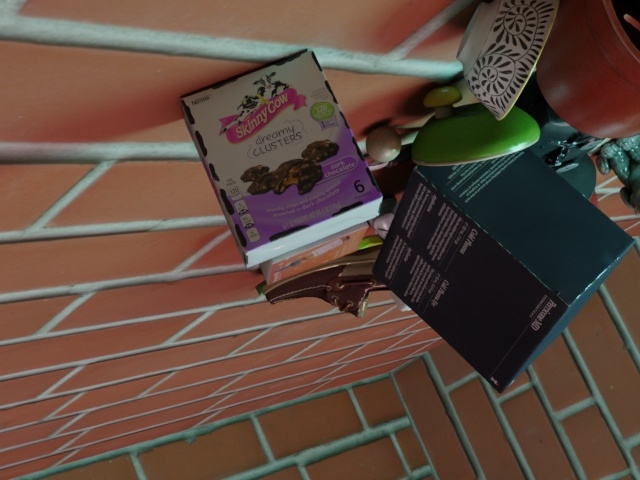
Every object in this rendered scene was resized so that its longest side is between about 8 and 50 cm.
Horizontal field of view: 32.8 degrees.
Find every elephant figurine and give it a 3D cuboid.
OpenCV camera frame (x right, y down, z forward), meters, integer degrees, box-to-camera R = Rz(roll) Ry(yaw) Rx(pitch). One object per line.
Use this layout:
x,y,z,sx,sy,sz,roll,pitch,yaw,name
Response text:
0.694,-0.109,2.292,0.186,0.239,0.169,-21,165,-14,elephant figurine

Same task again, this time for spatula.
0.079,-0.119,1.681,0.296,0.030,0.084,-20,166,-19,spatula

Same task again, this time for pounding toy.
0.190,-0.182,1.543,0.237,0.110,0.183,3,-159,44,pounding toy

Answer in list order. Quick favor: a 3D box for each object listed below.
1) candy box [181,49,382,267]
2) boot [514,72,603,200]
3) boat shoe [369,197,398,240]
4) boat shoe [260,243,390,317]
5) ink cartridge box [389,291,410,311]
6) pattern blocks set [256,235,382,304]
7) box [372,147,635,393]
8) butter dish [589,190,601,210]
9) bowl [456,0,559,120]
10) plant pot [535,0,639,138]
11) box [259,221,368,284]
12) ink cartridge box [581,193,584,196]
-0.046,-0.093,1.224,0.165,0.196,0.070,-22,165,-8,candy box
0.427,-0.169,1.882,0.367,0.146,0.445,-19,161,-25,boot
0.123,-0.030,2.008,0.066,0.063,0.184,-24,166,-1,boat shoe
0.060,0.087,2.048,0.342,0.123,0.123,-13,173,4,boat shoe
0.271,0.004,2.216,0.223,0.129,0.307,-25,167,-25,ink cartridge box
0.013,0.067,2.264,0.325,0.026,0.285,-8,158,-48,pattern blocks set
0.281,0.029,1.766,0.179,0.312,0.343,-38,163,-26,box
0.515,-0.075,2.383,0.160,0.160,0.118,-21,-171,-15,butter dish
0.214,-0.238,1.308,0.170,0.080,0.170,-156,-90,-88,bowl
0.396,-0.253,1.291,0.272,0.272,0.265,-20,174,-15,plant pot
-0.023,-0.012,1.780,0.170,0.091,0.130,-22,166,-12,box
0.392,-0.041,1.888,0.135,0.056,0.099,3,155,-46,ink cartridge box
